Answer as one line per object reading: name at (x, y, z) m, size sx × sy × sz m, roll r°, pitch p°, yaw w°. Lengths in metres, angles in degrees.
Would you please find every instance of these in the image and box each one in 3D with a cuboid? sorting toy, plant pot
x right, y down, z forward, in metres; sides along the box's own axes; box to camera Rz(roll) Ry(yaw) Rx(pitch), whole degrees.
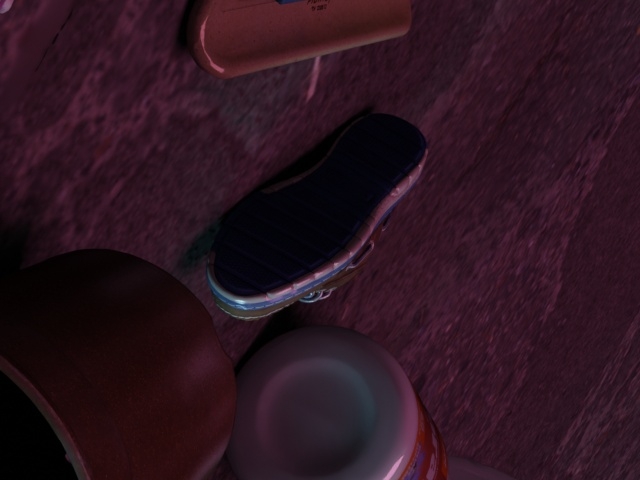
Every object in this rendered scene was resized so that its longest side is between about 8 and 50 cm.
sorting toy at (0.062, -0.199, 0.979) m, size 0.307 × 0.041 × 0.229 m, roll -22°, pitch 140°, yaw -57°
plant pot at (-0.123, 0.084, 0.820) m, size 0.165 × 0.167 × 0.167 m, roll -34°, pitch 150°, yaw -61°

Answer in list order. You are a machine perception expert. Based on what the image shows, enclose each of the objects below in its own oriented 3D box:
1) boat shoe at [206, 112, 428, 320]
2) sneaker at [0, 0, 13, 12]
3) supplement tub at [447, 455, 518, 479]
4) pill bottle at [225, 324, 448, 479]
boat shoe at (0.000, 0.000, 1.093) m, size 0.183 × 0.066 × 0.066 m, roll -38°, pitch 154°, yaw -41°
sneaker at (-0.128, -0.080, 0.642) m, size 0.282 × 0.102 × 0.161 m, roll -64°, pitch 162°, yaw 16°
supplement tub at (0.066, 0.346, 1.499) m, size 0.241 × 0.241 × 0.331 m, roll -40°, pitch 153°, yaw -39°
pill bottle at (0.018, 0.139, 1.259) m, size 0.121 × 0.121 × 0.216 m, roll -54°, pitch 160°, yaw -9°
